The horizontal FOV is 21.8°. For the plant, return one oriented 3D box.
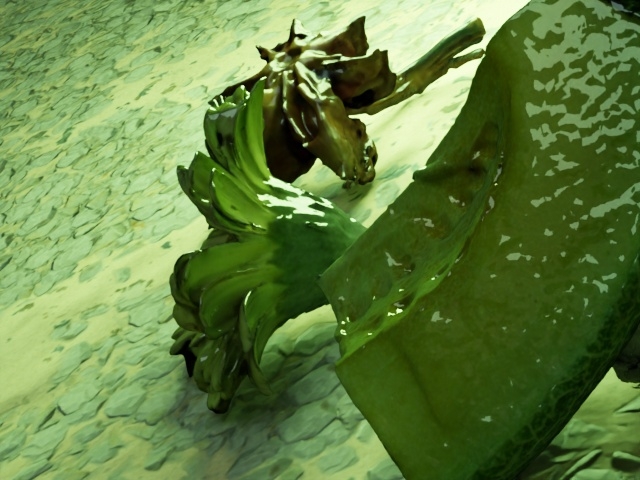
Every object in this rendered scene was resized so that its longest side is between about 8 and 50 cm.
[{"bbox_3d":[-0.039,0.013,1.543,0.261,0.297,0.305,-33,57,52],"label":"plant"}]

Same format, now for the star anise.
[{"bbox_3d":[0.030,-0.151,1.783,0.346,0.148,0.237,-33,47,-15],"label":"star anise"}]

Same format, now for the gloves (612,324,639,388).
[{"bbox_3d":[0.279,0.054,1.218,0.153,0.070,0.114,-36,34,-1],"label":"gloves"}]

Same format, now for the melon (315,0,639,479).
[{"bbox_3d":[0.147,-0.013,1.196,0.343,0.226,0.331,-45,7,19],"label":"melon"}]
